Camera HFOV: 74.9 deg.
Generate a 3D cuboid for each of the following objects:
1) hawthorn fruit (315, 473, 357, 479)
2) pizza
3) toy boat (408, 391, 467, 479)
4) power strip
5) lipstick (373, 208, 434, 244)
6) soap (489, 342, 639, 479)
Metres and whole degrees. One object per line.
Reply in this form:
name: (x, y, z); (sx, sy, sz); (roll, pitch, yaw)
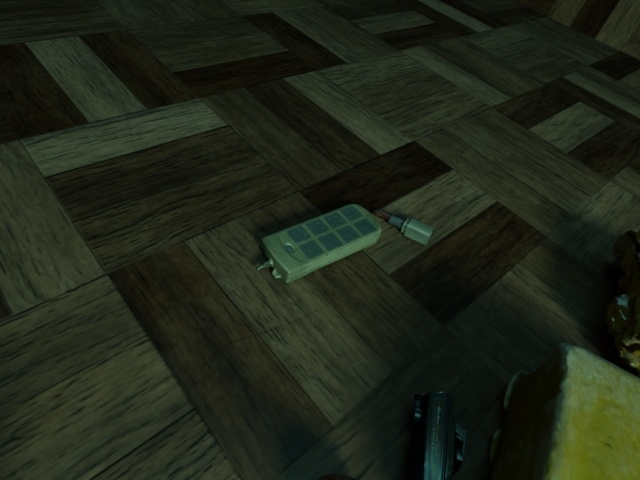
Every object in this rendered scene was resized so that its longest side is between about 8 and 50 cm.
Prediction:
hawthorn fruit: (0.005, 0.256, 0.404); (0.103, 0.067, 0.067); (9, 40, 31)
pizza: (0.545, 0.150, 0.591); (0.277, 0.114, 0.409); (-8, 50, -22)
toy boat: (0.121, 0.236, 0.444); (0.060, 0.055, 0.141); (14, 46, 8)
power strip: (0.000, 0.000, 0.646); (0.226, 0.029, 0.080); (-23, 57, -30)
lipstick: (0.138, -0.028, 0.712); (0.107, 0.025, 0.025); (27, 47, 19)
soap: (0.322, 0.299, 0.375); (0.334, 0.156, 0.293); (30, 53, 15)
